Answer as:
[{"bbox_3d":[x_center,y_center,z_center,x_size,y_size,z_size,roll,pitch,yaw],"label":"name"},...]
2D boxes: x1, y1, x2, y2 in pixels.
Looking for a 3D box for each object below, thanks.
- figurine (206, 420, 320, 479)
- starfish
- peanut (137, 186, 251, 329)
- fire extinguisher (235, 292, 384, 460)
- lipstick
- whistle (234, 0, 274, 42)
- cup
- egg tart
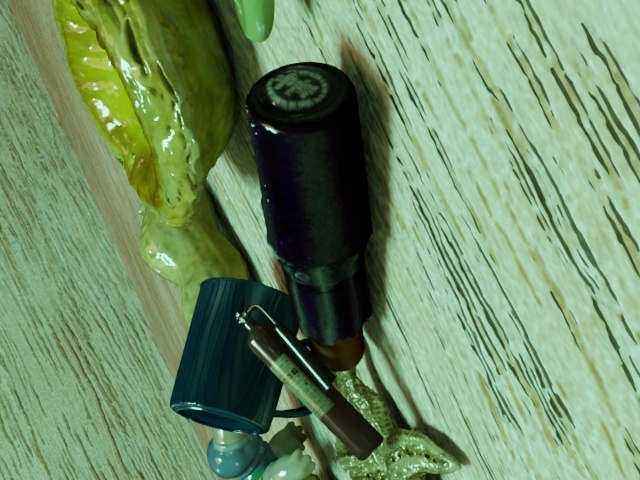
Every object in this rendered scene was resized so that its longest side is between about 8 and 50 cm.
[{"bbox_3d":[-0.076,0.342,1.175,0.224,0.205,0.381,108,140,-78],"label":"figurine"},{"bbox_3d":[0.075,0.210,0.807,0.236,0.062,0.277,-8,100,67],"label":"starfish"},{"bbox_3d":[-0.157,0.027,1.169,0.263,0.117,0.101,56,-179,27],"label":"peanut"},{"bbox_3d":[-0.014,0.110,0.763,0.173,0.035,0.049,44,168,10],"label":"fire extinguisher"},{"bbox_3d":[0.000,0.000,0.693,0.081,0.081,0.299,54,161,38],"label":"lipstick"},{"bbox_3d":[-0.050,-0.217,0.558,0.227,0.085,0.105,91,161,-54],"label":"whistle"},{"bbox_3d":[-0.073,0.126,0.953,0.113,0.150,0.138,60,-140,-61],"label":"cup"},{"bbox_3d":[-0.162,-0.166,0.905,0.319,0.128,0.319,54,160,31],"label":"egg tart"}]
